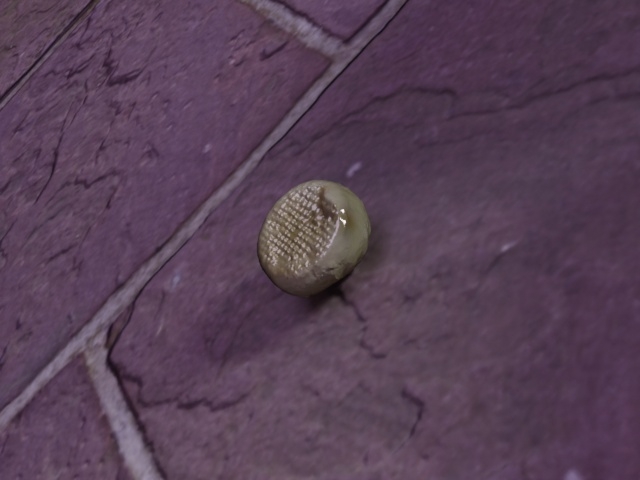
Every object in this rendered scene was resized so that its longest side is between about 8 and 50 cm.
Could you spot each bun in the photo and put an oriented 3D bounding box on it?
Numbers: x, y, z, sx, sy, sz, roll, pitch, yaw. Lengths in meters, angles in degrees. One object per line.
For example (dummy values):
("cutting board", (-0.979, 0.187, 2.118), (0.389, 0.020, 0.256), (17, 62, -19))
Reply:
("bun", (0.000, 0.000, 0.771), (0.086, 0.055, 0.086), (-20, 56, 33))
